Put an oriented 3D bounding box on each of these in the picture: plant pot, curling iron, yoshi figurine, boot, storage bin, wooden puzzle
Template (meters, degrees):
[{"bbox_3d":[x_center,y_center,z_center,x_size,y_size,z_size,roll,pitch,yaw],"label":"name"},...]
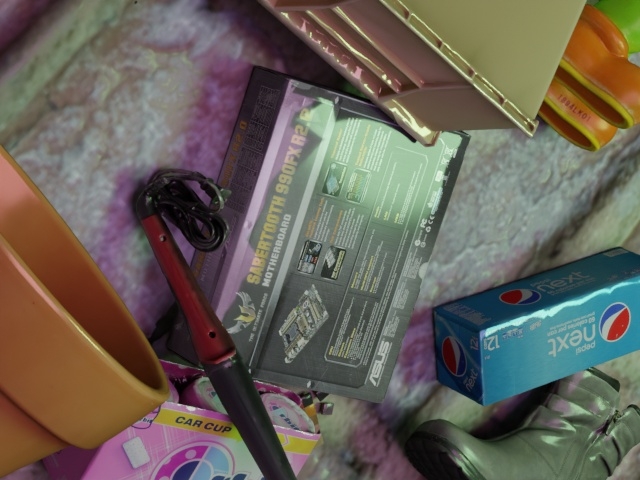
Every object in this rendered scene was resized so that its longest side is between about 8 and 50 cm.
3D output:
[{"bbox_3d":[-0.261,0.047,1.200,0.203,0.291,0.291,-39,123,2],"label":"plant pot"},{"bbox_3d":[-0.066,0.073,1.385,0.274,0.068,0.035,70,16,7],"label":"curling iron"},{"bbox_3d":[0.324,-0.230,1.551,0.362,0.203,0.203,-54,141,-11],"label":"yoshi figurine"},{"bbox_3d":[0.181,0.165,1.644,0.246,0.083,0.161,38,75,-41],"label":"boot"},{"bbox_3d":[0.087,-0.247,1.382,0.260,0.123,0.262,38,69,-35],"label":"storage bin"},{"bbox_3d":[-0.023,0.153,1.537,0.083,0.006,0.049,-25,117,-25],"label":"wooden puzzle"}]

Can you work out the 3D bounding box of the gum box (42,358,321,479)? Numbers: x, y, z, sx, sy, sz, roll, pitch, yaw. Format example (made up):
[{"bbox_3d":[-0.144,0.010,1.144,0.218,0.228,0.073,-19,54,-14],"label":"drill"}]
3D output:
[{"bbox_3d":[-0.099,0.157,1.435,0.188,0.062,0.107,17,114,-36],"label":"gum box"}]

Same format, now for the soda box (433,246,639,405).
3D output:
[{"bbox_3d":[0.200,0.071,1.622,0.210,0.067,0.071,-16,113,-28],"label":"soda box"}]

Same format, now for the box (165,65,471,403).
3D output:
[{"bbox_3d":[0.000,0.000,1.475,0.183,0.056,0.231,14,96,-34],"label":"box"}]
